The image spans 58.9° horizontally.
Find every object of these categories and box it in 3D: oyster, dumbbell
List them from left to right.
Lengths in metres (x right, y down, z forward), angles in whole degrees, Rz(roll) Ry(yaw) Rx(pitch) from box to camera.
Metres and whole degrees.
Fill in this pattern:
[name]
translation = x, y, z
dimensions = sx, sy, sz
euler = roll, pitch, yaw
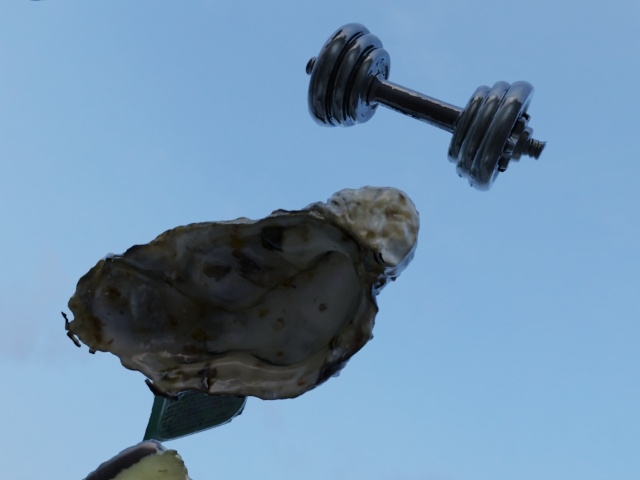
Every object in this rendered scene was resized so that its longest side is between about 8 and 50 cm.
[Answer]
[oyster]
translation = -0.068, 0.037, 0.451
dimensions = 0.294, 0.094, 0.166
euler = 1, -69, 14
[dumbbell]
translation = 0.155, -0.215, 0.902
dimensions = 0.406, 0.179, 0.179
euler = 25, -52, 18

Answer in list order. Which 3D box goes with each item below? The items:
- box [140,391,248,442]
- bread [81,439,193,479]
[box]
translation = -0.271, 0.285, 1.280
dimensions = 0.106, 0.264, 0.336
euler = 37, -62, 39
[bread]
translation = -0.217, 0.437, 0.591
dimensions = 0.405, 0.346, 0.242
euler = 25, -41, 60
